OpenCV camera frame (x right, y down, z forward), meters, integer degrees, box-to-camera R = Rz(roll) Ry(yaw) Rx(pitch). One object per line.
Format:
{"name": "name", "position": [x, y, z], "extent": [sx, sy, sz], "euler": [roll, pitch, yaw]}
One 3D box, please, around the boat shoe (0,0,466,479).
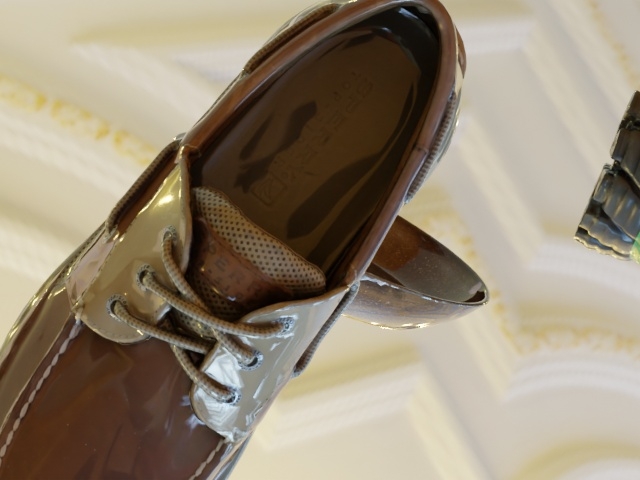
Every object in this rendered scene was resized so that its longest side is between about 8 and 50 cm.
{"name": "boat shoe", "position": [-0.048, 0.015, 0.766], "extent": [0.123, 0.116, 0.324], "euler": [33, -100, -2]}

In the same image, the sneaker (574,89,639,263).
{"name": "sneaker", "position": [0.255, -0.018, 1.037], "extent": [0.146, 0.134, 0.343], "euler": [28, -163, 16]}

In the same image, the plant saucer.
{"name": "plant saucer", "position": [0.000, 0.000, 1.008], "extent": [0.198, 0.036, 0.198], "euler": [26, -167, -7]}
